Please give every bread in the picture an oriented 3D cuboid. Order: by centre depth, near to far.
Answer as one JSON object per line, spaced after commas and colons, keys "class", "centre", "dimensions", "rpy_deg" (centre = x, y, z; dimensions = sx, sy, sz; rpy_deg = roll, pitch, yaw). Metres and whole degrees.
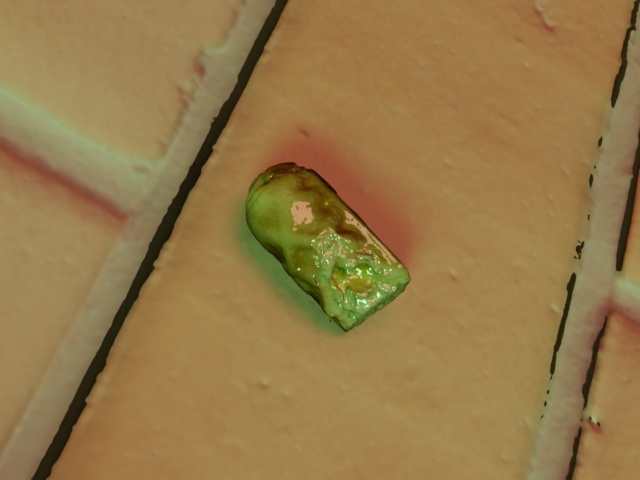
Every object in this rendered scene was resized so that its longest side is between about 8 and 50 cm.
{"class": "bread", "centre": [0.000, 0.000, 0.848], "dimensions": [0.110, 0.060, 0.066], "rpy_deg": [48, 33, 6]}
